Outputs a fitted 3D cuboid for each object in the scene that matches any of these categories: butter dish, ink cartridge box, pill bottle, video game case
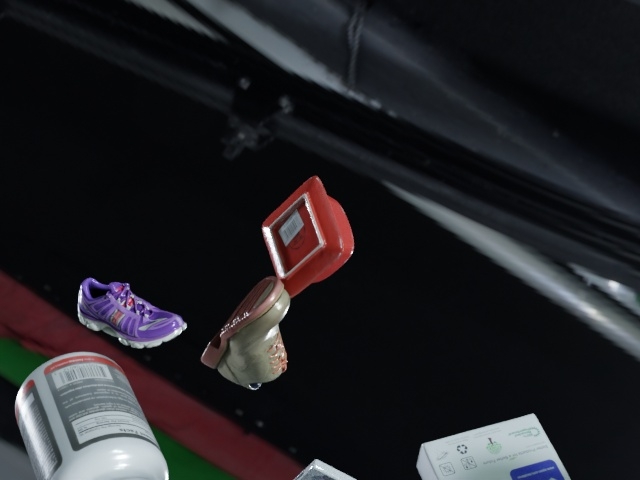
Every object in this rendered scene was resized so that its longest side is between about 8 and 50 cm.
[{"bbox_3d":[0.000,0.000,1.883,0.118,0.160,0.160,9,-40,-42],"label":"butter dish"},{"bbox_3d":[0.254,0.374,1.377,0.165,0.333,0.065,-11,-42,-16],"label":"ink cartridge box"},{"bbox_3d":[-0.383,0.375,1.953,0.363,0.210,0.210,53,-10,47],"label":"pill bottle"},{"bbox_3d":[0.036,0.468,2.015,0.190,0.022,0.173,29,-41,-8],"label":"video game case"}]

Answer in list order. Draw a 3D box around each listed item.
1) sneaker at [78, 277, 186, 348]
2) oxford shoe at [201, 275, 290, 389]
[{"bbox_3d":[-0.256,0.093,1.512,0.170,0.068,0.071,14,-59,24],"label":"sneaker"},{"bbox_3d":[-0.096,0.162,1.921,0.130,0.123,0.348,39,-25,0],"label":"oxford shoe"}]
